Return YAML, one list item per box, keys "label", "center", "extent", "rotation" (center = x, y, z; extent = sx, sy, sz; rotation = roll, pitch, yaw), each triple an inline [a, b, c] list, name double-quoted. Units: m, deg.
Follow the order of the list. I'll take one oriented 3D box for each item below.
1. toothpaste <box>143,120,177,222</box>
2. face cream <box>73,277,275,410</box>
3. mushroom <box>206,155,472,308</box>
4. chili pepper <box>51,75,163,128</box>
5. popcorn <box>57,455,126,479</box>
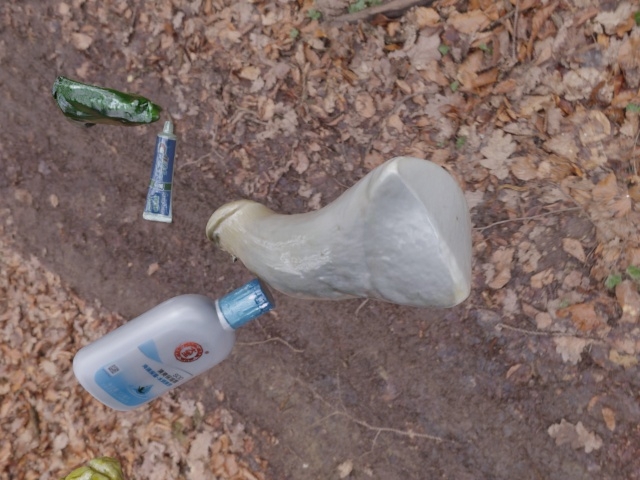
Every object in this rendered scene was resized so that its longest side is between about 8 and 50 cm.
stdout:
- label: "toothpaste"
  center: [-0.301, -0.130, 0.919]
  extent: [0.035, 0.057, 0.197]
  rotation: [-125, 45, -67]
- label: "face cream"
  center: [-0.236, 0.170, 0.826]
  extent: [0.337, 0.163, 0.080]
  rotation: [-29, 37, 1]
- label: "mushroom"
  center: [-0.001, 0.000, 0.615]
  extent: [0.397, 0.126, 0.177]
  rotation: [-10, 126, 48]
- label: "chili pepper"
  center: [-0.354, -0.224, 0.800]
  extent: [0.216, 0.108, 0.062]
  rotation: [8, 81, 26]
- label: "popcorn"
  center: [-0.364, 0.472, 0.814]
  extent: [0.195, 0.174, 0.168]
  rotation: [31, 107, 39]
